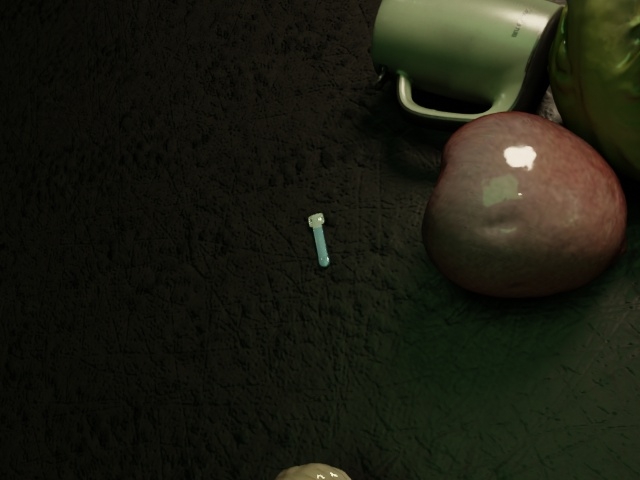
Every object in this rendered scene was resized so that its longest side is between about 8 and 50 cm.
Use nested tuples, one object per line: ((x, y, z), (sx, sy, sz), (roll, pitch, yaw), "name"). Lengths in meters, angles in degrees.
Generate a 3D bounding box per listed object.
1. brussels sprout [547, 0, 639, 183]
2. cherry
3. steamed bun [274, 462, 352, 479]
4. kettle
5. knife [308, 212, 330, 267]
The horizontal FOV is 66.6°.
((0.443, -0.217, 0.553), (0.327, 0.247, 0.328), (0, 96, -2), "brussels sprout")
((0.251, -0.041, 0.597), (0.239, 0.206, 0.239), (-13, 53, 17), "cherry")
((0.007, 0.420, 0.457), (0.342, 0.367, 0.255), (39, 113, 4), "steamed bun")
((0.213, -0.270, 0.735), (0.255, 0.165, 0.240), (27, 83, 25), "kettle")
((0.000, 0.000, 0.795), (0.027, 0.010, 0.096), (-17, 66, 14), "knife")
